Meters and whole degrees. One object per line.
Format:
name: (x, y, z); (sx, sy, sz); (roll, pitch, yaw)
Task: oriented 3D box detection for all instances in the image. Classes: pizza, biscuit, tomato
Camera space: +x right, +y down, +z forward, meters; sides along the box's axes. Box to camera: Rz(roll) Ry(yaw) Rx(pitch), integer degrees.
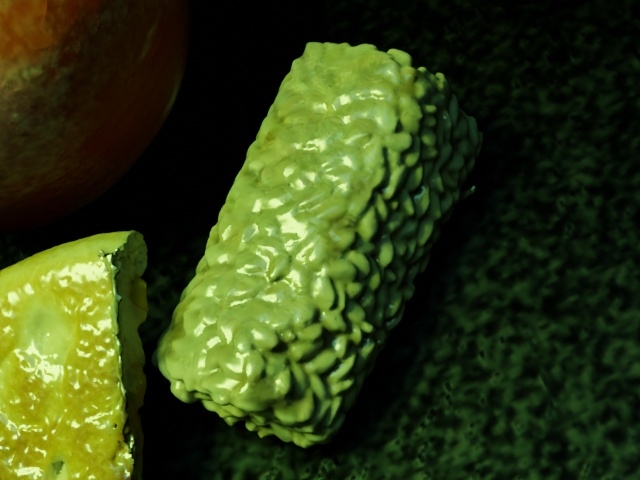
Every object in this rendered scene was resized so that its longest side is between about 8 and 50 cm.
pizza: (-0.111, 0.077, 0.780); (0.131, 0.041, 0.178); (36, 101, 17)
biscuit: (0.000, 0.000, 0.790); (0.082, 0.070, 0.168); (17, 71, 34)
tomato: (-0.154, -0.113, 0.813); (0.232, 0.232, 0.188); (42, 97, 33)
